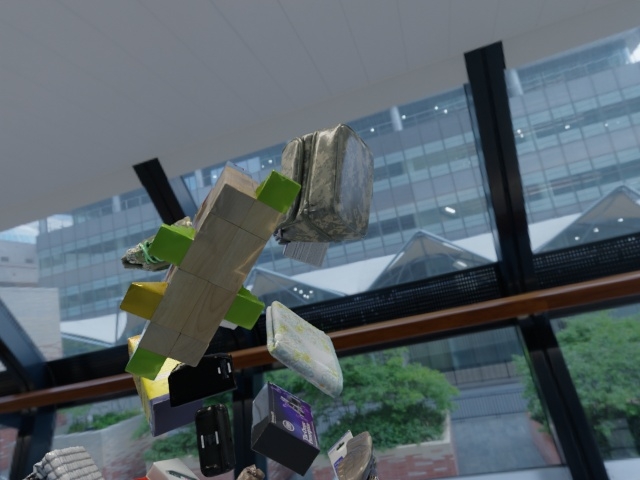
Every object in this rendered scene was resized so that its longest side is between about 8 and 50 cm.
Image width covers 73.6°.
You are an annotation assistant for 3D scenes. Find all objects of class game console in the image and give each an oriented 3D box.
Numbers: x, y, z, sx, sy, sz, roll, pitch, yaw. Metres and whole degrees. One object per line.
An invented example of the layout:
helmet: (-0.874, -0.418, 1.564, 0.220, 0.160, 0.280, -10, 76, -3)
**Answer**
game console: (-0.359, 0.543, 1.345, 0.213, 0.362, 0.044, -16, -28, -3)

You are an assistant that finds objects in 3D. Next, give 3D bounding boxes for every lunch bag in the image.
lunch bag: (-0.008, -0.142, 1.197, 0.255, 0.306, 0.212, -7, -21, 35)

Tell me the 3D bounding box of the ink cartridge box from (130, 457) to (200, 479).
ink cartridge box: (-0.462, 0.818, 1.366, 0.275, 0.060, 0.239, 27, -8, 28)

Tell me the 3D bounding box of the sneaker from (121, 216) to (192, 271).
sneaker: (-0.527, 0.041, 1.394, 0.182, 0.158, 0.410, -19, -2, -43)

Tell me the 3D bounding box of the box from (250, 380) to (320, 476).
box: (-0.115, 0.577, 1.339, 0.184, 0.103, 0.261, 31, 3, -11)

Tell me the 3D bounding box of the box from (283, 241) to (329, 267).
box: (-0.044, 0.010, 1.452, 0.137, 0.126, 0.072, 18, 8, -9)

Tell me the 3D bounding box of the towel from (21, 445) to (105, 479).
towel: (-0.499, 0.553, 0.856, 0.121, 0.235, 0.284, -32, -10, -25)

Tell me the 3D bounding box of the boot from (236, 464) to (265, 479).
boot: (-0.212, 0.767, 1.346, 0.087, 0.118, 0.042, -28, -45, -32)

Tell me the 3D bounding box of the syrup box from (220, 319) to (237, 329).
syrup box: (-0.287, 0.120, 1.165, 0.096, 0.237, 0.093, -47, -34, 4)

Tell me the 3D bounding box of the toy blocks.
toy blocks: (-0.188, 0.017, 0.749, 0.190, 0.382, 0.261, 27, 13, -19)

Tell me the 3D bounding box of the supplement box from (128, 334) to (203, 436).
supplement box: (-0.620, 0.546, 1.702, 0.195, 0.356, 0.194, -11, -53, -33)

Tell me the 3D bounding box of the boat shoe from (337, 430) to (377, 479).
boat shoe: (0.158, 0.833, 1.577, 0.132, 0.130, 0.355, -30, -7, 12)

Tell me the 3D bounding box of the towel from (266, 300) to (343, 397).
towel: (-0.074, 0.413, 1.670, 0.090, 0.320, 0.374, -51, 18, 8)

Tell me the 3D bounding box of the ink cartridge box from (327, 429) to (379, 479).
ink cartridge box: (0.151, 1.005, 1.829, 0.065, 0.333, 0.165, 33, -75, -33)
